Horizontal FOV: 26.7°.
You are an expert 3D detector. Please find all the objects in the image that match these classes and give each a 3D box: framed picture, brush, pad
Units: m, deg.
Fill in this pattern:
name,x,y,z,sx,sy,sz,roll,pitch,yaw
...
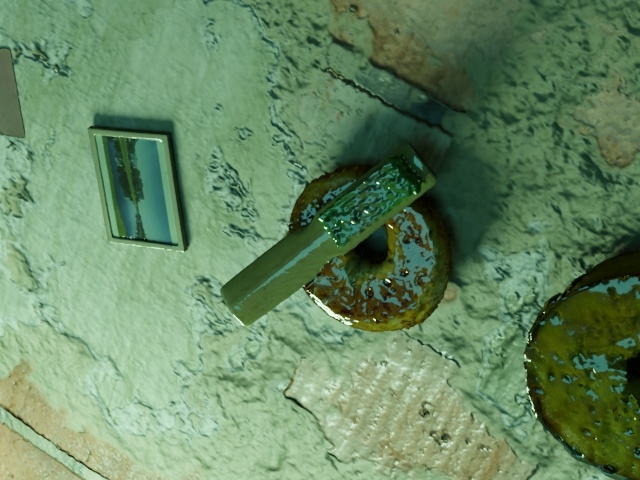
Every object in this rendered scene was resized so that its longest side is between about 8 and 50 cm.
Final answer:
name,x,y,z,sx,sy,sz,roll,pitch,yaw
framed picture,-0.212,-0.060,1.564,0.109,0.011,0.149,7,118,25
brush,0.000,0.000,1.391,0.282,0.048,0.054,-38,87,28
pad,-0.441,-0.184,1.623,0.187,0.006,0.113,8,117,23

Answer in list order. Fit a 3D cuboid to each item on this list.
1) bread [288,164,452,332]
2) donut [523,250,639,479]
name,x,y,z,sx,sy,sz,roll,pitch,yaw
bread,0.052,0.011,1.432,0.193,0.064,0.193,9,113,21
donut,0.342,0.116,1.311,0.272,0.107,0.272,11,123,18
